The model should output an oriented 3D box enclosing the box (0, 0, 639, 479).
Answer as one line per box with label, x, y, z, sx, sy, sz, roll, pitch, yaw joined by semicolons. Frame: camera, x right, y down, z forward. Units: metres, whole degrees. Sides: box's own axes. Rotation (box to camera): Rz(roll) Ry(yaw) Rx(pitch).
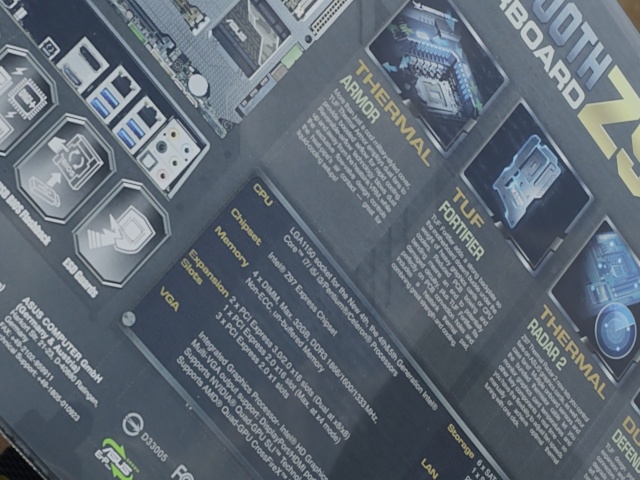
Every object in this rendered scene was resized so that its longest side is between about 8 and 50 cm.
box;0.000;0.000;0.398;0.183;0.233;0.059;-50;23;-25
